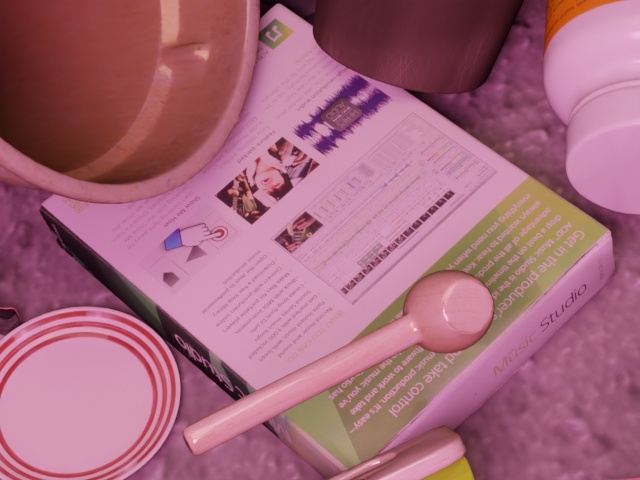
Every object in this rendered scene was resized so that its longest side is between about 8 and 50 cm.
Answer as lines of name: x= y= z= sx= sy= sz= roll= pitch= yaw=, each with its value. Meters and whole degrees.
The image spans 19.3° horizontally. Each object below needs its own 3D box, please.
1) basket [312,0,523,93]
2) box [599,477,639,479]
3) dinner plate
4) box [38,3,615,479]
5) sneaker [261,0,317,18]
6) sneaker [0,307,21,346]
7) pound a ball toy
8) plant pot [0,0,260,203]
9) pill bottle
basket: x=0.083 y=-0.225 z=1.255 sx=0.154 sy=0.227 sz=0.204 roll=-10 pitch=35 yaw=-40
box: x=0.210 y=0.251 z=0.963 sx=0.127 sy=0.148 sz=0.232 roll=-6 pitch=55 yaw=10
dinner plate: x=-0.160 y=0.106 z=1.227 sx=0.141 sy=0.017 sz=0.141 roll=-2 pitch=57 yaw=4
box: x=0.000 y=0.000 z=1.245 sx=0.232 sy=0.058 sz=0.322 roll=-42 pitch=56 yaw=-15
sneaker: x=-0.071 y=-0.218 z=1.404 sx=0.083 sy=0.118 sz=0.222 roll=-49 pitch=30 yaw=-21
sneaker: x=-0.253 y=0.040 z=1.288 sx=0.119 sy=0.047 sz=0.057 roll=36 pitch=64 yaw=23
pound a ball toy: x=-0.018 y=0.172 z=1.060 sx=0.319 sy=0.136 sz=0.208 roll=-26 pitch=90 yaw=-5
plant pot: x=-0.263 y=-0.164 z=1.253 sx=0.305 sy=0.334 sz=0.334 roll=-11 pitch=50 yaw=38
pill bottle: x=0.216 y=-0.144 z=1.240 sx=0.136 sy=0.136 sz=0.245 roll=-1 pitch=56 yaw=13
